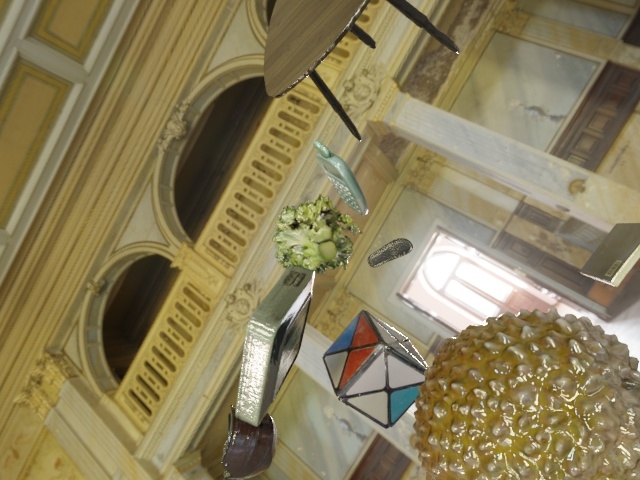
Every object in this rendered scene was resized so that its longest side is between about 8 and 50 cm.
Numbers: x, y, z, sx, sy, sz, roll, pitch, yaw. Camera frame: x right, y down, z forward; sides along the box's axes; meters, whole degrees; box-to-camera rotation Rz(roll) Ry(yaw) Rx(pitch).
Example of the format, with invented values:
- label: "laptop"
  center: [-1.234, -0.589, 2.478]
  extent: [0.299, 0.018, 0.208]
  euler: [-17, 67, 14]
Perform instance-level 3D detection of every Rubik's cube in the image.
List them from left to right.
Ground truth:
- label: "Rubik's cube"
  center: [0.232, 0.518, 1.681]
  extent: [0.305, 0.310, 0.307]
  euler: [-50, 21, 5]

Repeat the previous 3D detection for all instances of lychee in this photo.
- label: "lychee"
  center: [0.345, 0.303, 0.687]
  extent: [0.380, 0.380, 0.433]
  euler: [-44, -23, -30]

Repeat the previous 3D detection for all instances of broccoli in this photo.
- label: "broccoli"
  center: [-0.011, -0.006, 1.621]
  extent: [0.323, 0.271, 0.335]
  euler: [-27, -63, -42]

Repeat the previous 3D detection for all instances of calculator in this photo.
- label: "calculator"
  center: [0.065, -0.193, 1.284]
  extent: [0.042, 0.184, 0.295]
  euler: [-39, -52, -6]

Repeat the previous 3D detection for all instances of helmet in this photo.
- label: "helmet"
  center: [-0.240, 0.707, 1.436]
  extent: [0.306, 0.176, 0.225]
  euler: [97, 173, -50]

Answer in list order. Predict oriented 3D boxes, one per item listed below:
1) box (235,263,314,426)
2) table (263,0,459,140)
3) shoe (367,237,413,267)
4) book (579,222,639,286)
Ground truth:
- label: "box"
  center: [-0.135, 0.320, 1.311]
  extent: [0.396, 0.110, 0.397]
  euler: [-53, -23, -62]
- label: "table"
  center: [0.070, -0.392, 0.800]
  extent: [0.248, 0.317, 0.318]
  euler: [22, -79, -41]
- label: "shoe"
  center: [0.232, 0.040, 1.386]
  extent: [0.159, 0.062, 0.053]
  euler: [-28, -3, 10]
- label: "book"
  center: [0.856, 0.033, 1.186]
  extent: [0.191, 0.025, 0.269]
  euler: [-58, -14, 11]
